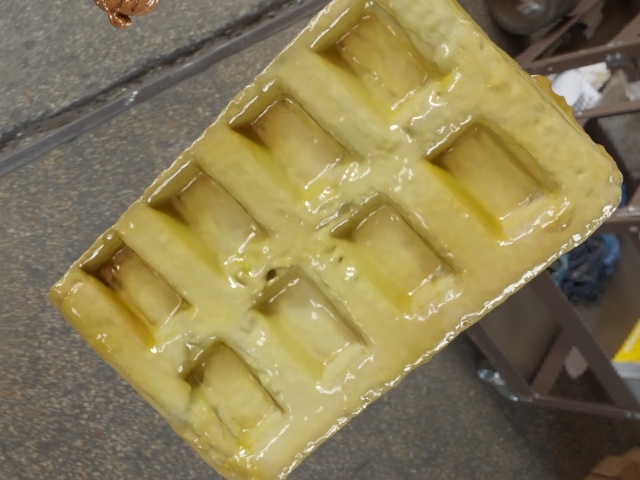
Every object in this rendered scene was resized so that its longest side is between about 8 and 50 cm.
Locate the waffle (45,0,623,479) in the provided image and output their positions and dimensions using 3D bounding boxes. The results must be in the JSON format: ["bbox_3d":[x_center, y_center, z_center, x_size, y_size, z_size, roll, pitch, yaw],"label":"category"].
[{"bbox_3d":[0.000,0.000,0.469,0.274,0.057,0.168,-42,92,14],"label":"waffle"}]

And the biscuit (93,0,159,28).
[{"bbox_3d":[-0.155,-0.206,0.724,0.015,0.091,0.078,2,100,-48],"label":"biscuit"}]
